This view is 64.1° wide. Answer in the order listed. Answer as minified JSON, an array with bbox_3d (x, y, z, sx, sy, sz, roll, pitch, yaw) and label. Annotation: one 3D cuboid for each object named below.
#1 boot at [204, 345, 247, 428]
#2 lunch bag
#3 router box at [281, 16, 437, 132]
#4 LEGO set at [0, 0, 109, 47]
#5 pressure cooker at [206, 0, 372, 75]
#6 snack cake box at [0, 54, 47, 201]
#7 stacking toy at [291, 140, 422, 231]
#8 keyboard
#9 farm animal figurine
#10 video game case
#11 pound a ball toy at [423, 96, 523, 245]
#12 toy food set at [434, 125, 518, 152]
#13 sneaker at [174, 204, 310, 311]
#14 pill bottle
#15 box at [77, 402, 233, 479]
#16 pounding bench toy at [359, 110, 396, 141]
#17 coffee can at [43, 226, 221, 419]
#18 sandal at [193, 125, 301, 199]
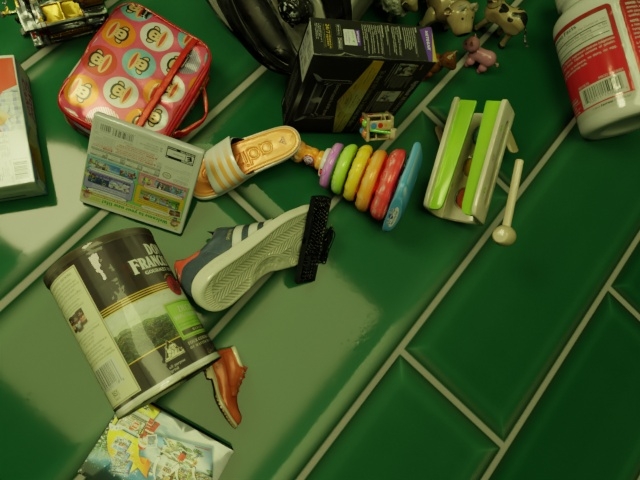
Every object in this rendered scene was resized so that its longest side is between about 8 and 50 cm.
[{"bbox_3d":[-0.177,0.291,1.021,0.084,0.059,0.158,-19,83,-22],"label":"boot"},{"bbox_3d":[-0.362,-0.312,1.065,0.258,0.120,0.293,28,75,-11],"label":"lunch bag"},{"bbox_3d":[0.063,-0.327,1.069,0.242,0.309,0.081,-2,76,-15],"label":"router box"},{"bbox_3d":[-0.539,-0.517,0.971,0.192,0.331,0.255,-21,105,-15],"label":"LEGO set"},{"bbox_3d":[-0.057,-0.579,1.056,0.369,0.375,0.421,34,72,-9],"label":"pressure cooker"},{"bbox_3d":[-0.638,-0.211,0.984,0.152,0.089,0.265,-11,82,-14],"label":"snack cake box"},{"bbox_3d":[0.058,-0.157,1.128,0.301,0.175,0.166,22,57,5],"label":"stacking toy"},{"bbox_3d":[0.000,0.000,1.080,0.038,0.100,0.192,20,106,29],"label":"keyboard"},{"bbox_3d":[0.339,-0.571,1.260,0.330,0.172,0.327,-31,88,-18],"label":"farm animal figurine"},{"bbox_3d":[-0.354,-0.128,1.011,0.212,0.023,0.194,19,118,-10],"label":"video game case"},{"bbox_3d":[0.376,-0.150,1.163,0.208,0.135,0.320,13,85,32],"label":"pound a ball toy"},{"bbox_3d":[0.384,-0.248,1.284,0.191,0.038,0.133,-12,77,-5],"label":"toy food set"},{"bbox_3d":[-0.143,0.005,1.058,0.350,0.148,0.131,-29,130,-36],"label":"sneaker"},{"bbox_3d":[0.743,-0.489,1.318,0.228,0.229,0.408,-9,82,-16],"label":"pill bottle"},{"bbox_3d":[-0.306,0.414,0.968,0.233,0.044,0.159,32,73,-6],"label":"box"},{"bbox_3d":[0.121,-0.239,1.086,0.065,0.083,0.052,-5,118,-7],"label":"pounding bench toy"},{"bbox_3d":[-0.334,0.145,0.919,0.201,0.201,0.276,-29,82,-18],"label":"coffee can"},{"bbox_3d":[-0.169,-0.180,1.078,0.265,0.076,0.102,-27,84,-2],"label":"sandal"}]
